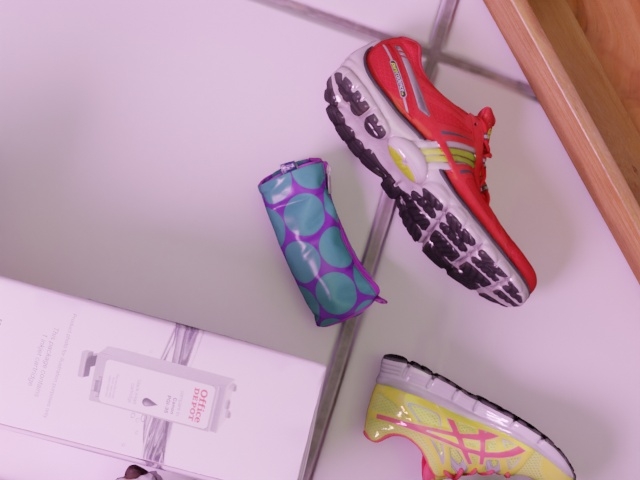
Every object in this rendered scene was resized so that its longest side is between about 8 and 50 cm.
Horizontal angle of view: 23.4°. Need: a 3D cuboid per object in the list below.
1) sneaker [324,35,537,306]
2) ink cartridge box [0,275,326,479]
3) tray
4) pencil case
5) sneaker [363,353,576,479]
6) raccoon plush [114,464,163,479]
[{"bbox_3d":[0.125,-0.068,1.412,0.118,0.107,0.279,-37,95,-21],"label":"sneaker"},{"bbox_3d":[-0.155,0.121,1.288,0.283,0.207,0.117,16,83,-9],"label":"ink cartridge box"},{"bbox_3d":[0.337,-0.113,1.468,0.203,0.076,0.411,-29,92,-12],"label":"tray"},{"bbox_3d":[0.000,0.000,1.399,0.070,0.064,0.151,-23,90,13],"label":"pencil case"},{"bbox_3d":[0.132,0.186,1.407,0.208,0.081,0.094,27,88,0],"label":"sneaker"},{"bbox_3d":[-0.106,0.403,1.220,0.299,0.216,0.446,-4,71,6],"label":"raccoon plush"}]
